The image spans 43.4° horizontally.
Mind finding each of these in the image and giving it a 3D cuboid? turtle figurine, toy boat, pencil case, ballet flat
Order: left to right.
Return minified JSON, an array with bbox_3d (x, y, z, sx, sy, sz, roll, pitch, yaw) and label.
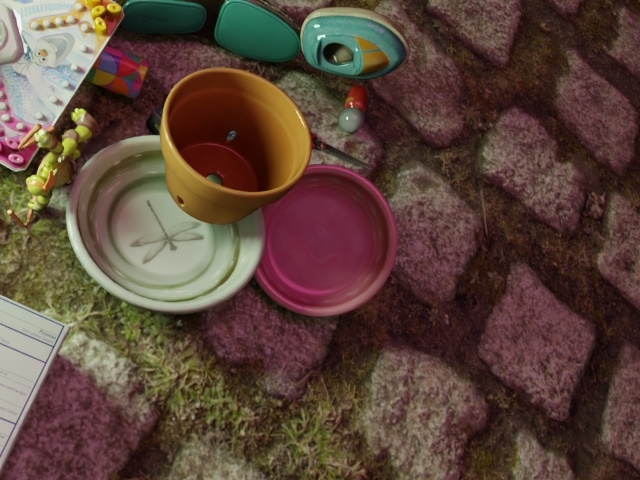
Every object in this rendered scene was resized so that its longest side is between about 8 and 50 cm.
[{"bbox_3d":[-0.495,-0.155,1.519,0.087,0.269,0.217,22,44,-3],"label":"turtle figurine"},{"bbox_3d":[-0.487,-0.381,1.730,0.236,0.104,0.104,19,58,-25],"label":"pencil case"},{"bbox_3d":[-0.270,-0.556,1.921,0.483,0.164,0.182,4,48,-28],"label":"ballet flat"},{"bbox_3d":[0.084,-0.417,1.977,0.267,0.318,0.148,7,51,9],"label":"toy boat"}]

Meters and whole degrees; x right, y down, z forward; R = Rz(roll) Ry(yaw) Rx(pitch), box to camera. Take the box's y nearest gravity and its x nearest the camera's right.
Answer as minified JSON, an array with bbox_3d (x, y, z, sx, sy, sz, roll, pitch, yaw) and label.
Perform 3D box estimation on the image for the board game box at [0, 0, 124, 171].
[{"bbox_3d":[-0.633,-0.390,1.509,0.390,0.050,0.390,32,79,-13],"label":"board game box"}]

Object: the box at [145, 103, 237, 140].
[{"bbox_3d":[-0.251,-0.256,1.831,0.183,0.059,0.233,50,51,0],"label":"box"}]

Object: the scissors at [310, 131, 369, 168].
[{"bbox_3d":[-0.012,-0.232,1.992,0.297,0.021,0.109,36,51,-13],"label":"scissors"}]

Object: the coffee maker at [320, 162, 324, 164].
[{"bbox_3d":[0.007,-0.061,1.871,0.178,0.120,0.171,45,83,-3],"label":"coffee maker"}]

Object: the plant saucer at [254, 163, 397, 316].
[{"bbox_3d":[0.000,0.000,1.768,0.332,0.084,0.332,0,89,-7],"label":"plant saucer"}]

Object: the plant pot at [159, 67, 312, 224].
[{"bbox_3d":[-0.188,-0.165,1.588,0.291,0.203,0.291,11,59,-20],"label":"plant pot"}]

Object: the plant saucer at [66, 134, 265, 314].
[{"bbox_3d":[-0.315,-0.023,1.638,0.400,0.100,0.400,11,59,-19],"label":"plant saucer"}]

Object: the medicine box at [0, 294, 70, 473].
[{"bbox_3d":[-0.604,0.227,1.324,0.263,0.149,0.289,28,55,-17],"label":"medicine box"}]
